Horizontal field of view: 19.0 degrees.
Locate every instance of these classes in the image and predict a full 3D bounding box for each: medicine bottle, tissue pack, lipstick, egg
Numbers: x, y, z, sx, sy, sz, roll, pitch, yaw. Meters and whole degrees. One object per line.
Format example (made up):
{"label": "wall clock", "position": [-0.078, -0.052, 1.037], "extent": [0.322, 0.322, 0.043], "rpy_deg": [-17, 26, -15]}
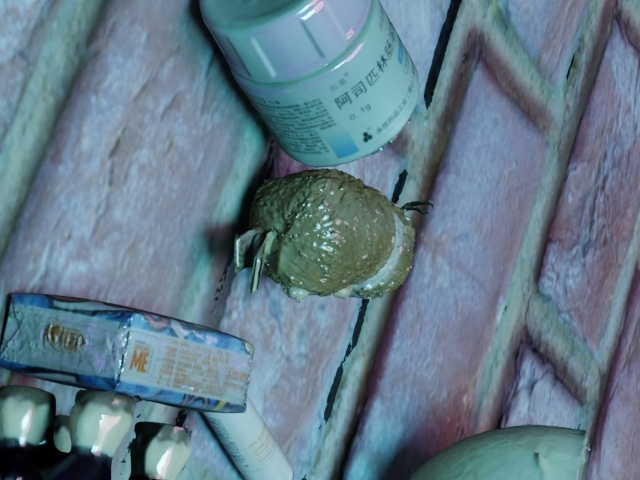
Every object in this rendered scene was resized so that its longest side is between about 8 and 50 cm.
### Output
{"label": "medicine bottle", "position": [-0.008, -0.156, 1.523], "extent": [0.168, 0.135, 0.135], "rpy_deg": [55, 49, -42]}
{"label": "tissue pack", "position": [-0.135, 0.080, 1.364], "extent": [0.155, 0.116, 0.065], "rpy_deg": [21, 78, -57]}
{"label": "lipstick", "position": [-0.066, 0.151, 1.548], "extent": [0.040, 0.040, 0.141], "rpy_deg": [-61, 138, -33]}
{"label": "egg", "position": [0.136, 0.307, 1.726], "extent": [0.337, 0.201, 0.337], "rpy_deg": [10, 90, -82]}

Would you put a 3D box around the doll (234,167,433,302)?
{"label": "doll", "position": [-0.005, -0.006, 1.572], "extent": [0.221, 0.105, 0.115], "rpy_deg": [2, 133, -50]}

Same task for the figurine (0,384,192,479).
{"label": "figurine", "position": [-0.177, 0.294, 1.261], "extent": [0.411, 0.241, 0.306], "rpy_deg": [-78, 175, -45]}
